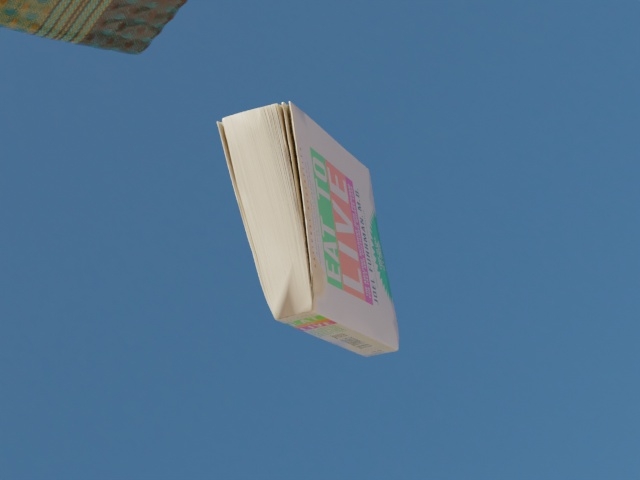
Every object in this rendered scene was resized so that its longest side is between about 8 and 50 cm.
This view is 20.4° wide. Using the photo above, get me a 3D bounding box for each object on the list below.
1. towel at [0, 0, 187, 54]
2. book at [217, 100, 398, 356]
[{"bbox_3d":[-0.182,-0.223,0.979,0.370,0.040,0.271,8,-40,-42],"label":"towel"},{"bbox_3d":[0.000,0.000,0.835,0.035,0.096,0.144,-14,-13,14],"label":"book"}]
